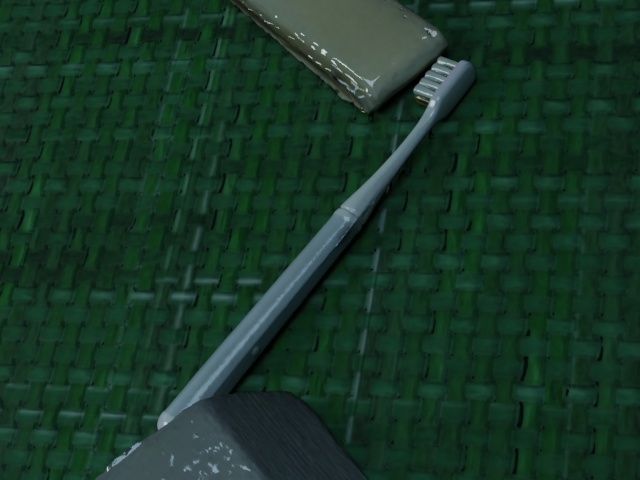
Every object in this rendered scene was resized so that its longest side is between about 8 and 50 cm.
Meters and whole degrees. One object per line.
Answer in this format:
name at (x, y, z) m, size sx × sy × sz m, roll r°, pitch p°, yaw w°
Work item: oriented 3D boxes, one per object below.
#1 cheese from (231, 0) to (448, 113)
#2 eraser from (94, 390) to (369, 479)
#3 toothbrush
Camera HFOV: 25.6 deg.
cheese at (-0.060, -0.230, 1.124) m, size 0.085 × 0.034 × 0.400 m, roll -44°, pitch 57°, yaw -6°
eraser at (-0.132, 0.220, 0.845) m, size 0.352 × 0.077 × 0.111 m, roll -38°, pitch 56°, yaw -8°
toothbrush at (0.002, 0.001, 0.967) m, size 0.030 × 0.025 × 0.342 m, roll 25°, pitch 70°, yaw 35°
